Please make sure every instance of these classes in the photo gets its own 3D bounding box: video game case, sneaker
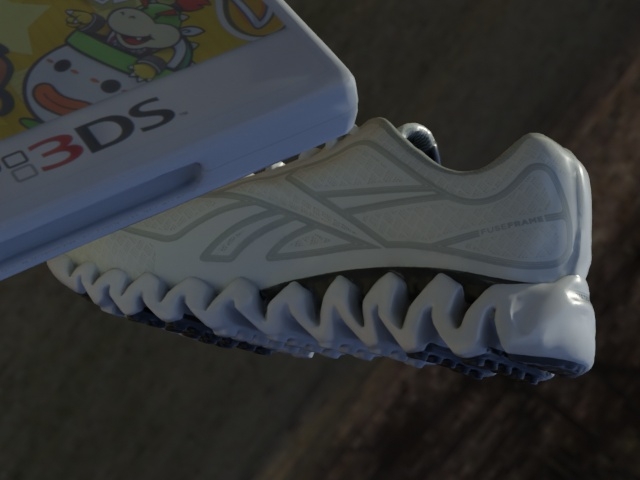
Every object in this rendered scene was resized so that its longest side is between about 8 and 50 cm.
[{"bbox_3d":[-0.134,-0.072,0.564,0.206,0.227,0.026,-24,142,-22],"label":"video game case"},{"bbox_3d":[0.000,0.000,0.901,0.110,0.292,0.118,23,73,-63],"label":"sneaker"}]
